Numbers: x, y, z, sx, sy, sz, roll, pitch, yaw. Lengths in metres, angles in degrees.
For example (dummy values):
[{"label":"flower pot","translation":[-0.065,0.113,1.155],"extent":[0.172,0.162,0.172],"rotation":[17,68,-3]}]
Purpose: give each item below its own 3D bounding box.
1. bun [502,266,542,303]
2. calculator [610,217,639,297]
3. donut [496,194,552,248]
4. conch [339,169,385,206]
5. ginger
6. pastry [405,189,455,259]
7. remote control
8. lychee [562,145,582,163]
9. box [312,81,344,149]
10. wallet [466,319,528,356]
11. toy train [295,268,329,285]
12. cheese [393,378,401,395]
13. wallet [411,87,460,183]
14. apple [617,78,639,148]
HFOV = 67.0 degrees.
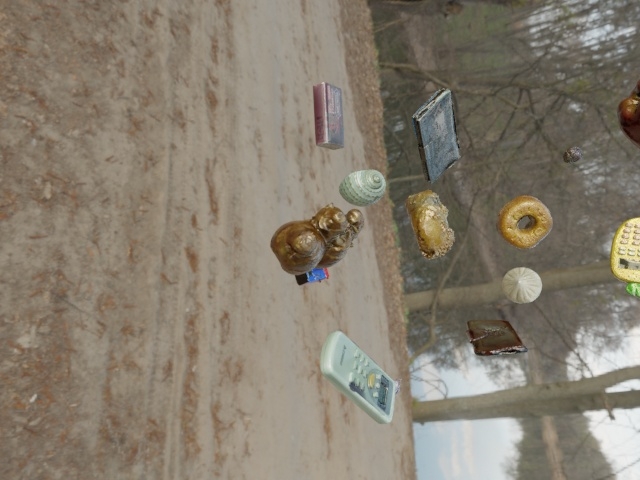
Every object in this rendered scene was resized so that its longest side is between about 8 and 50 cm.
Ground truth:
[{"label":"bun","translation":[0.735,0.160,1.779],"extent":[0.094,0.138,0.138],"rotation":[26,53,-51]},{"label":"calculator","translation":[0.887,0.047,1.339],"extent":[0.032,0.146,0.235],"rotation":[39,62,-59]},{"label":"donut","translation":[0.858,-0.074,2.039],"extent":[0.114,0.226,0.227],"rotation":[-63,136,-72]},{"label":"conch","translation":[0.179,-0.201,1.993],"extent":[0.172,0.200,0.131],"rotation":[-11,57,-34]},{"label":"ginger","translation":[-0.007,0.003,1.432],"extent":[0.357,0.274,0.153],"rotation":[-5,72,-60]},{"label":"pastry","translation":[0.455,-0.074,1.992],"extent":[0.311,0.161,0.255],"rotation":[-92,162,-53]},{"label":"remote control","translation":[0.107,0.369,1.313],"extent":[0.296,0.056,0.140],"rotation":[48,38,-27]},{"label":"lychee","translation":[1.055,-0.358,2.021],"extent":[0.068,0.083,0.067],"rotation":[-20,66,-42]},{"label":"box","translation":[0.031,-0.453,1.771],"extent":[0.120,0.069,0.224],"rotation":[3,83,-51]},{"label":"wallet","translation":[0.479,0.267,1.344],"extent":[0.255,0.137,0.031],"rotation":[-30,116,-77]},{"label":"toy train","translation":[-0.040,0.055,1.747],"extent":[0.131,0.082,0.204],"rotation":[-12,79,-31]},{"label":"cheese","translation":[0.275,0.648,2.012],"extent":[0.042,0.105,0.191],"rotation":[44,65,-3]},{"label":"wallet","translation":[0.396,-0.347,1.636],"extent":[0.044,0.169,0.317],"rotation":[39,-13,38]},{"label":"apple","translation":[1.146,-0.400,1.554],"extent":[0.288,0.316,0.288],"rotation":[-62,179,-3]}]
